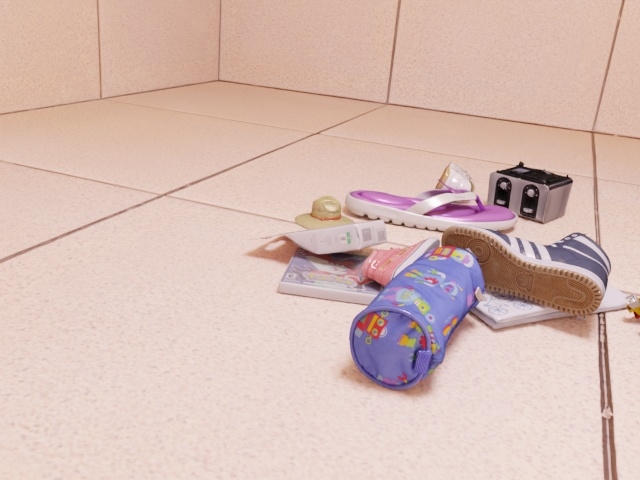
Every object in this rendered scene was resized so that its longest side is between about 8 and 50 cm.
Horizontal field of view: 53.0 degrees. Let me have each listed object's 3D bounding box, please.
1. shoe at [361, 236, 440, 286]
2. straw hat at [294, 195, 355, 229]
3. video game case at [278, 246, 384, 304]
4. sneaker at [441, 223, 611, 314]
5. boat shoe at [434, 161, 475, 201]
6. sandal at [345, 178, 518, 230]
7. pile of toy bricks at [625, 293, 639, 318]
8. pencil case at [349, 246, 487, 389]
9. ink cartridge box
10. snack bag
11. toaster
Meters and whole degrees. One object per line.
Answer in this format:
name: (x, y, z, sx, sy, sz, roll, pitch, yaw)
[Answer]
shoe: (0.146, 0.031, 1.153, 0.081, 0.063, 0.178, 21, 33, 27)
straw hat: (0.013, -0.069, 1.464, 0.145, 0.061, 0.144, 5, 20, -2)
video game case: (0.039, 0.063, 1.174, 0.202, 0.023, 0.183, 7, 20, 6)
sneaker: (0.363, 0.028, 1.124, 0.282, 0.099, 0.153, 23, 34, 27)
boat shoe: (0.361, -0.144, 1.708, 0.096, 0.098, 0.277, 28, 15, 7)
sandal: (0.268, -0.092, 1.527, 0.417, 0.102, 0.169, 5, 21, 0)
pile of toy bricks: (0.628, 0.109, 1.047, 0.105, 0.212, 0.118, 34, 39, -33)
pencil case: (0.157, 0.104, 0.956, 0.133, 0.119, 0.306, 17, 24, 23)
ink cartridge box: (0.000, 0.000, 1.268, 0.225, 0.056, 0.181, -9, 1, 22)
snack bag: (0.372, 0.067, 1.224, 0.343, 0.037, 0.323, -4, 22, -23)
toaster: (0.548, -0.128, 1.679, 0.168, 0.110, 0.186, 23, 27, 38)
